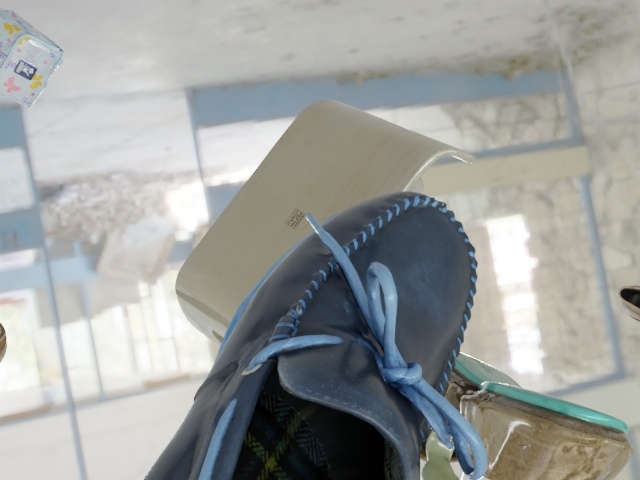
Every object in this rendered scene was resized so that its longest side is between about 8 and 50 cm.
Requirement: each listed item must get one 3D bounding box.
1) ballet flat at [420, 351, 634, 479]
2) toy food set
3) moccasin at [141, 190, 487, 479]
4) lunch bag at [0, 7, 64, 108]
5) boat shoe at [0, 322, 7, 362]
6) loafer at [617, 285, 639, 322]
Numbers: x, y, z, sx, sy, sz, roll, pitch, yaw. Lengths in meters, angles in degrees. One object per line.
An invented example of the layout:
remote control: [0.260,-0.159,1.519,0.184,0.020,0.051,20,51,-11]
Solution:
ballet flat: [0.130,0.161,0.909,0.116,0.124,0.342,22,178,-11]
toy food set: [0.000,0.000,1.258,0.092,0.306,0.220,42,173,-39]
moccasin: [0.006,0.103,0.549,0.117,0.138,0.342,-26,-153,49]
lunch bag: [-0.305,-0.183,1.203,0.071,0.083,0.053,-54,172,12]
boat shoe: [-0.539,0.141,1.544,0.123,0.116,0.324,30,-153,30]
loafer: [0.336,0.067,1.137,0.039,0.045,0.125,31,168,-37]
